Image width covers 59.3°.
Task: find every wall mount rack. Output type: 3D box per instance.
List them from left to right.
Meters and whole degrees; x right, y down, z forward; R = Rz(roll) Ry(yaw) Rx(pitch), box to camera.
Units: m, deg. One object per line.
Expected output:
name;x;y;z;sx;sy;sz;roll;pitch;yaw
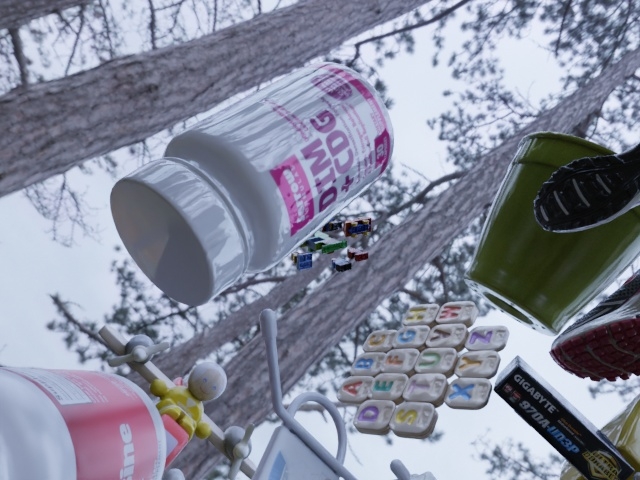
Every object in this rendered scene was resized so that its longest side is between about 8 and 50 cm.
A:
wall mount rack;-0.037;0.266;0.609;0.130;0.350;0.304;-30;-70;35

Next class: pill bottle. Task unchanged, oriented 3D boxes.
pill bottle;-0.338;0.255;0.609;0.229;0.229;0.407;41;-8;12
pill bottle;-0.060;-0.066;0.585;0.160;0.283;0.160;25;-44;27

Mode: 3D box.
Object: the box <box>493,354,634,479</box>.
box;0.328;0.245;0.788;0.175;0.051;0.220;44;7;20

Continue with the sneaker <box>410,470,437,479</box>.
sneaker;0.182;0.575;1.222;0.110;0.118;0.292;47;-28;15

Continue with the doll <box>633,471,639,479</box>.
doll;0.389;0.342;0.658;0.046;0.189;0.129;-3;-95;19

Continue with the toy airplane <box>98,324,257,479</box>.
toy airplane;-0.319;0.377;1.310;0.386;0.272;0.384;34;17;-51

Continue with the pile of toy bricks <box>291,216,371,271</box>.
pile of toy bricks;0.000;0.000;1.173;0.105;0.212;0.118;23;-62;50

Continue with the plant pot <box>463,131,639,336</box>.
plant pot;0.513;0.009;1.258;0.366;0.353;0.366;35;-4;3

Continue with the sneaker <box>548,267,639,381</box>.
sneaker;0.480;0.107;0.838;0.121;0.112;0.299;41;-63;-17

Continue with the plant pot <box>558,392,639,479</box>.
plant pot;0.508;0.398;0.887;0.212;0.187;0.212;50;-58;30

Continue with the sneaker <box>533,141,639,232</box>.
sneaker;0.436;-0.085;0.787;0.272;0.108;0.100;-31;-120;25

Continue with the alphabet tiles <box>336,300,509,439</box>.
alphabet tiles;0.165;0.206;0.945;0.278;0.284;0.021;-10;-58;40
